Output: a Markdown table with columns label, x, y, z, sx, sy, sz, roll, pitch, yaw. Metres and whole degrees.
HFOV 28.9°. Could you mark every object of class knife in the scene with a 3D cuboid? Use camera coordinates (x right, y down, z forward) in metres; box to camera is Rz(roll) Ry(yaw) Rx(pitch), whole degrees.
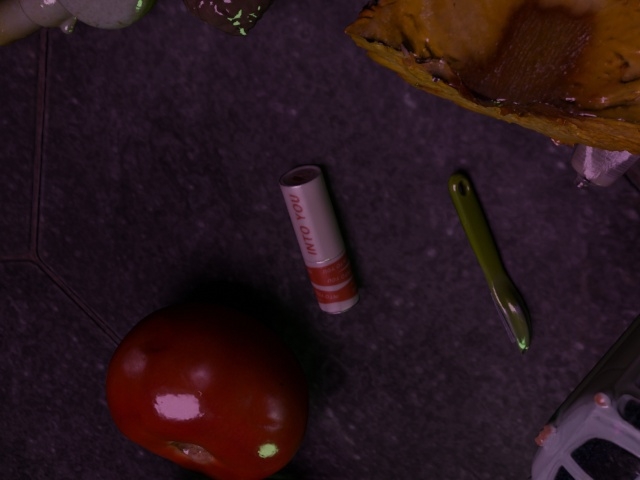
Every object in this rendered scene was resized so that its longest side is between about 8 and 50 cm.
| label | x | y | z | sx | sy | sz | roll | pitch | yaw |
| --- | --- | --- | --- | --- | --- | --- | --- | --- | --- |
| knife | 0.143 | 0.023 | 1.024 | 0.026 | 0.022 | 0.184 | 12 | 134 | 54 |

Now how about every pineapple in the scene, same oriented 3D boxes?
| label | x | y | z | sx | sy | sz | roll | pitch | yaw |
| --- | --- | --- | --- | --- | --- | --- | --- | --- | --- |
| pineapple | 0.158 | -0.149 | 0.850 | 0.249 | 0.164 | 0.140 | 11 | 171 | 17 |

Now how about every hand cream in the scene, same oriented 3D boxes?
| label | x | y | z | sx | sy | sz | roll | pitch | yaw |
| --- | --- | --- | --- | --- | --- | --- | --- | --- | --- |
| hand cream | 0.229 | -0.099 | 0.885 | 0.057 | 0.037 | 0.165 | 34 | 125 | 4 |

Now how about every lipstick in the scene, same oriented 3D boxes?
| label | x | y | z | sx | sy | sz | roll | pitch | yaw |
| --- | --- | --- | --- | --- | --- | --- | --- | --- | --- |
| lipstick | 0.000 | 0.000 | 1.074 | 0.038 | 0.038 | 0.131 | -1 | 122 | 30 |

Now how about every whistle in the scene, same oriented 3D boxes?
| label | x | y | z | sx | sy | sz | roll | pitch | yaw |
| --- | --- | --- | --- | --- | --- | --- | --- | --- | --- |
| whistle | -0.213 | -0.208 | 1.026 | 0.198 | 0.057 | 0.104 | -18 | 112 | 36 |

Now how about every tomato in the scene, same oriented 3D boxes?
| label | x | y | z | sx | sy | sz | roll | pitch | yaw |
| --- | --- | --- | --- | --- | --- | --- | --- | --- | --- |
| tomato | -0.102 | 0.139 | 1.158 | 0.195 | 0.136 | 0.195 | 15 | 152 | 8 |

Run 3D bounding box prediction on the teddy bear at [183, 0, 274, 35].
| label | x | y | z | sx | sy | sz | roll | pitch | yaw |
| --- | --- | --- | --- | --- | --- | --- | --- | --- | --- |
| teddy bear | -0.089 | -0.252 | 0.881 | 0.190 | 0.140 | 0.177 | 34 | 177 | 3 |

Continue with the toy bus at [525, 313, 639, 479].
| label | x | y | z | sx | sy | sz | roll | pitch | yaw |
| --- | --- | --- | --- | --- | --- | --- | --- | --- | --- |
| toy bus | 0.270 | 0.120 | 0.857 | 0.164 | 0.276 | 0.134 | 39 | 133 | 14 |
